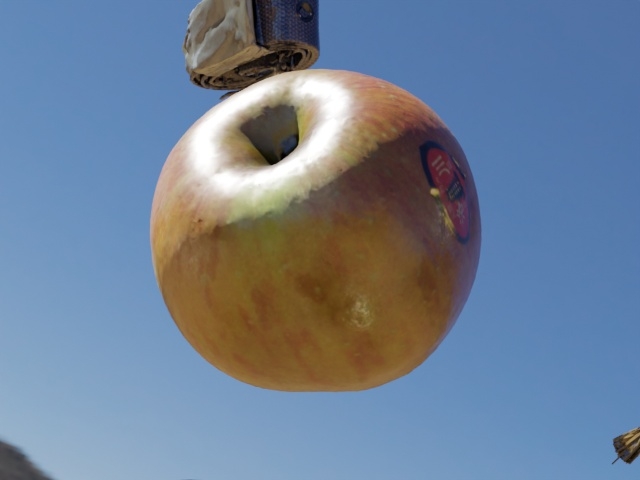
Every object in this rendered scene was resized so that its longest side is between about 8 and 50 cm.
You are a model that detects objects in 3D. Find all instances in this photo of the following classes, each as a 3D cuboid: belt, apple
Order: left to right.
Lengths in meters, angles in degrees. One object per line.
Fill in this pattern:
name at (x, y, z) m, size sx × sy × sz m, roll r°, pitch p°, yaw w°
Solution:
belt at (-0.092, -0.267, 1.938) m, size 0.140 × 0.126 × 0.230 m, roll 8°, pitch -14°, yaw -38°
apple at (0.000, 0.000, 1.680) m, size 0.400 × 0.400 × 0.333 m, roll 6°, pitch -47°, yaw 37°

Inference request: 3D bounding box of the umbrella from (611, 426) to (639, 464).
umbrella at (0.323, 0.197, 1.440) m, size 0.020 × 0.083 × 0.031 m, roll 25°, pitch 26°, yaw -40°
